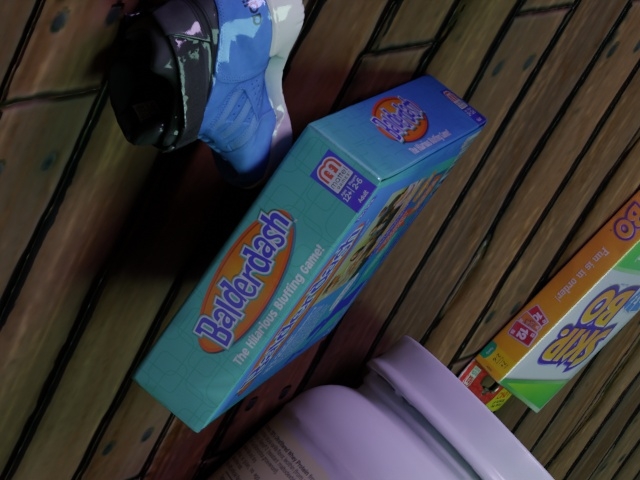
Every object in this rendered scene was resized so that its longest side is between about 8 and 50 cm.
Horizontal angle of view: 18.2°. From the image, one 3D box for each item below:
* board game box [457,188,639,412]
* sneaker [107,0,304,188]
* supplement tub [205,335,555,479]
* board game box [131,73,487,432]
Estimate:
[{"bbox_3d":[0.214,0.035,1.505,0.259,0.039,0.124,-43,155,4],"label":"board game box"},{"bbox_3d":[-0.057,-0.062,0.898,0.085,0.058,0.152,-27,158,-21],"label":"sneaker"},{"bbox_3d":[0.002,0.241,1.251,0.325,0.235,0.235,-42,156,-4],"label":"supplement tub"},{"bbox_3d":[0.000,0.000,1.026,0.160,0.047,0.210,-54,172,19],"label":"board game box"}]
